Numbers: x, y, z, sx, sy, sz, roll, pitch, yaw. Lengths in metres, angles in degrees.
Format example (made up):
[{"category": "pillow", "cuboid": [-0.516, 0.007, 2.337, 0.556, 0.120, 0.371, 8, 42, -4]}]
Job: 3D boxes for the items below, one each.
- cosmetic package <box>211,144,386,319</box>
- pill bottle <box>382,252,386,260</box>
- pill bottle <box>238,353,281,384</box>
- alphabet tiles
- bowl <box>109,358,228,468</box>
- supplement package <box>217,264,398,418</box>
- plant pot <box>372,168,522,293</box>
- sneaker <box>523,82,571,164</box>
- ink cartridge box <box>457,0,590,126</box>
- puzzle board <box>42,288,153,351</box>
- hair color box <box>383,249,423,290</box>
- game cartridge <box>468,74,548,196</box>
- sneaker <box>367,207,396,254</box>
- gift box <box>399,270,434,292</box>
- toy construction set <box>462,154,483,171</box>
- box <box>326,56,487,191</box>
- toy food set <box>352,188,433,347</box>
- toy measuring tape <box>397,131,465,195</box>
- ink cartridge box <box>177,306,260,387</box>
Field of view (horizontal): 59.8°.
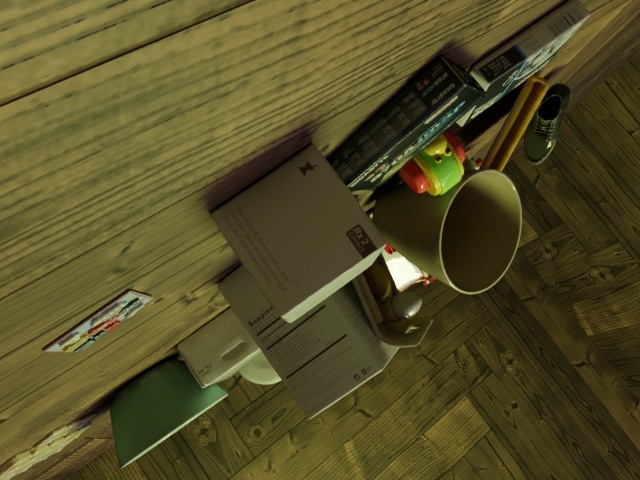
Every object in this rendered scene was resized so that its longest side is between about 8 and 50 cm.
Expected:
[{"category": "cosmetic package", "cuboid": [-0.026, 0.002, 0.722, 0.151, 0.151, 0.184, -35, 171, -6]}, {"category": "pill bottle", "cuboid": [-0.002, 0.114, 1.279, 0.323, 0.181, 0.181, -42, 174, -21]}, {"category": "pill bottle", "cuboid": [-0.141, 0.327, 1.833, 0.224, 0.224, 0.392, -37, 172, 4]}, {"category": "alphabet tiles", "cuboid": [-0.691, 0.524, 1.367, 0.278, 0.021, 0.284, -37, 172, 9]}, {"category": "bowl", "cuboid": [-0.412, 0.422, 1.436, 0.311, 0.163, 0.311, -34, 173, -5]}, {"category": "supplement package", "cuboid": [-0.016, 0.141, 1.044, 0.175, 0.293, 0.177, -39, 171, 19]}, {"category": "plant pot", "cuboid": [0.249, -0.040, 1.230, 0.256, 0.256, 0.274, -32, -152, -27]}, {"category": "sneaker", "cuboid": [0.572, -0.290, 1.443, 0.118, 0.083, 0.222, -38, 145, -49]}, {"category": "ink cartridge box", "cuboid": [0.312, -0.278, 0.927, 0.206, 0.045, 0.208, -36, 173, -8]}, {"category": "puzzle board", "cuboid": [-0.288, 0.110, 0.735, 0.128, 0.011, 0.096, -36, 172, -6]}, {"category": "hair color box", "cuboid": [0.109, 0.112, 1.666, 0.347, 0.174, 0.105, -32, -152, 7]}, {"category": "game cartridge", "cuboid": [0.460, -0.237, 1.369, 0.285, 0.052, 0.323, -64, 164, 12]}, {"category": "sneaker", "cuboid": [0.159, -0.007, 1.521, 0.087, 0.128, 0.221, -37, 172, 1]}, {"category": "gift box", "cuboid": [0.277, 0.047, 1.862, 0.276, 0.258, 0.255, -38, 172, 3]}, {"category": "toy construction set", "cuboid": [0.353, -0.121, 1.611, 0.327, 0.151, 0.215, -45, 146, 6]}, {"category": "box", "cuboid": [0.122, -0.157, 0.792, 0.220, 0.051, 0.175, -40, 171, 25]}, {"category": "toy food set", "cuboid": [0.126, 0.040, 1.070, 0.092, 0.306, 0.220, -24, 177, 19]}, {"category": "toy measuring tape", "cuboid": [0.207, -0.131, 1.074, 0.121, 0.121, 0.330, -36, 172, -2]}, {"category": "ink cartridge box", "cuboid": [-0.218, 0.262, 1.471, 0.226, 0.131, 0.306, -35, 170, -5]}]
